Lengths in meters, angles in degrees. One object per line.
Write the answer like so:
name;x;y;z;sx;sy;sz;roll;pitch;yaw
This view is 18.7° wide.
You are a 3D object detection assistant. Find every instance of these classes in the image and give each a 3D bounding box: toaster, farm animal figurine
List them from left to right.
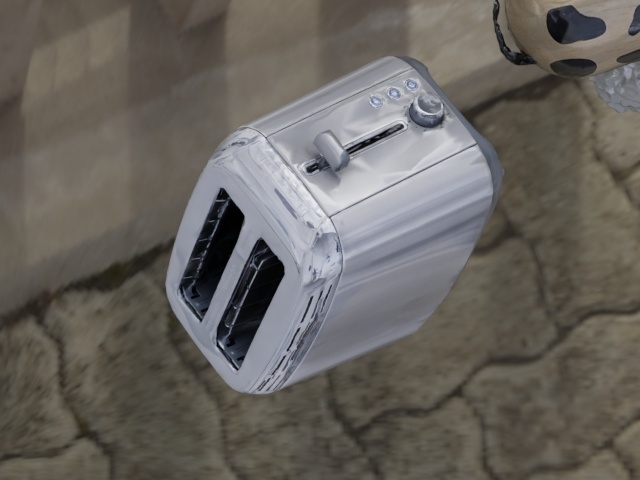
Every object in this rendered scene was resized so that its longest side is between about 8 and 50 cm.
toaster;0.000;0.000;1.180;0.146;0.227;0.129;-23;66;-33
farm animal figurine;0.244;-0.181;1.211;0.330;0.326;0.172;30;53;-42
